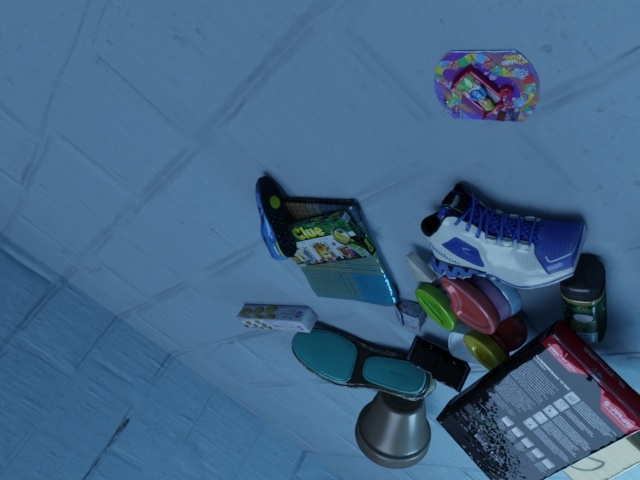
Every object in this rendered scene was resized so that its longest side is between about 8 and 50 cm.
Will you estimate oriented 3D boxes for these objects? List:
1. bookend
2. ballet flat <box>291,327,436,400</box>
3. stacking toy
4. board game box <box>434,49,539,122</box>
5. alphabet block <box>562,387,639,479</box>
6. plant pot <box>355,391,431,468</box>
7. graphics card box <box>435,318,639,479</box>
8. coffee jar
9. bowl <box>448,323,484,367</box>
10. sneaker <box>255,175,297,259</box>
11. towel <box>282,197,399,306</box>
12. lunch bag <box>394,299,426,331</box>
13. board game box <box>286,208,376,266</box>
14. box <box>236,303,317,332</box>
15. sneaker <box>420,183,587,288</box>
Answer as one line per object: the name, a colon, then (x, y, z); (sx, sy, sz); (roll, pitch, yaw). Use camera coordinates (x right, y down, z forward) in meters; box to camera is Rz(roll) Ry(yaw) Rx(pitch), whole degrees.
bookend: (0.320, 0.337, 1.524); (0.157, 0.072, 0.156); (24, -178, 10)
ballet flat: (0.140, 0.408, 1.786); (0.483, 0.164, 0.182); (12, 164, 25)
stacking toy: (0.351, 0.132, 1.283); (0.279, 0.130, 0.309); (41, 164, 40)
board game box: (0.257, -0.234, 0.881); (0.169, 0.033, 0.133); (10, 143, 28)
alphabet block: (0.601, 0.402, 1.258); (0.197, 0.193, 0.192); (41, 128, 11)
plant pot: (0.257, 0.597, 1.881); (0.263, 0.263, 0.229); (18, 129, 19)
graphics card box: (0.447, 0.361, 1.161); (0.233, 0.094, 0.371); (46, 126, 12)
coffee jar: (0.522, 0.118, 1.098); (0.079, 0.096, 0.184); (4, 139, 31)
bowl: (0.409, 0.270, 1.445); (0.142, 0.053, 0.142); (14, 145, 23)
sneaker: (-0.126, -0.050, 1.348); (0.082, 0.069, 0.209); (-7, 104, 47)
towel: (0.037, 0.032, 1.433); (0.271, 0.040, 0.370); (5, 138, 33)
lunch bag: (0.236, 0.201, 1.491); (0.083, 0.053, 0.071); (22, 147, 30)
board game box: (0.000, 0.000, 1.362); (0.260, 0.030, 0.136); (-11, 125, 46)
box: (-0.154, 0.262, 1.884); (0.324, 0.067, 0.063); (-3, 135, 43)
sneaker: (0.316, -0.013, 1.054); (0.315, 0.127, 0.182); (-2, 138, 43)
